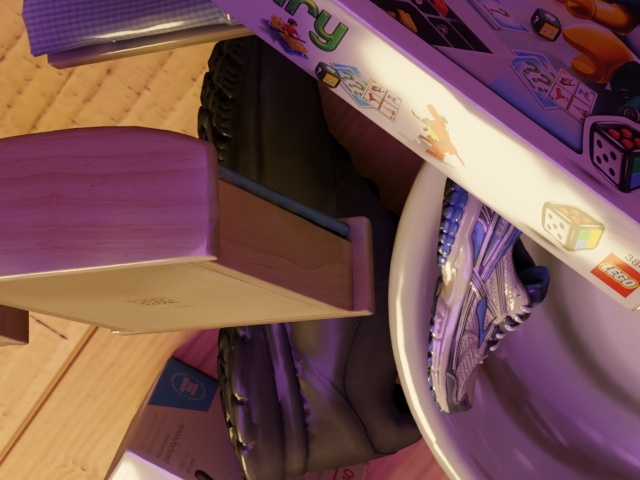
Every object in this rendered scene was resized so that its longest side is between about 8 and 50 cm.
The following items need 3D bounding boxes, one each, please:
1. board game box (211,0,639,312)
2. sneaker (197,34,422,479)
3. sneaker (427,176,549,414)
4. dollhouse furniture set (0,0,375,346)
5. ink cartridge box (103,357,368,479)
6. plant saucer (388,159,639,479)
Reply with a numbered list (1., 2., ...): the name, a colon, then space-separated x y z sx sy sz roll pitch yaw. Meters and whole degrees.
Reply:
1. board game box: 0.054 -0.134 0.714 0.305 0.193 0.053 36 145 -2
2. sneaker: 0.000 0.000 0.960 0.130 0.109 0.286 -7 116 -6
3. sneaker: 0.084 0.032 0.865 0.058 0.052 0.135 7 120 4
4. dollhouse furniture set: -0.121 -0.116 0.799 0.286 0.198 0.303 -6 78 19
5. ink cartridge box: -0.036 0.158 1.044 0.180 0.104 0.060 29 119 -6
6. plant saucer: 0.239 0.027 0.915 0.400 0.100 0.400 5 119 9
